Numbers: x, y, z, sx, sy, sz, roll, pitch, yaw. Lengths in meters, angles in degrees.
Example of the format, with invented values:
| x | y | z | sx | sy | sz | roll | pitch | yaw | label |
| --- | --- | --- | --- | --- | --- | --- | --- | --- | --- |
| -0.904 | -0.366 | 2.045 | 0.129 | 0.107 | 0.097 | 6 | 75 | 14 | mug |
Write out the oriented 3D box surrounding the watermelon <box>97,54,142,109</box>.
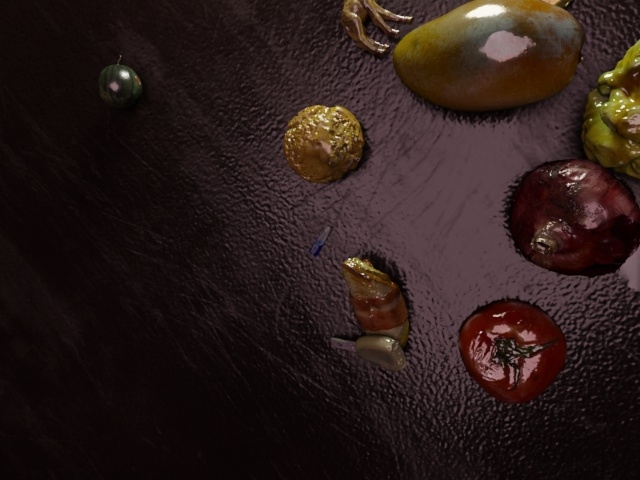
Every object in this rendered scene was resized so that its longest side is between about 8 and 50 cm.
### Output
| x | y | z | sx | sy | sz | roll | pitch | yaw | label |
| --- | --- | --- | --- | --- | --- | --- | --- | --- | --- |
| -0.492 | -0.388 | 1.394 | 0.105 | 0.105 | 0.133 | -5 | 88 | 15 | watermelon |

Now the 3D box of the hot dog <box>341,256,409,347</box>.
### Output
| x | y | z | sx | sy | sz | roll | pitch | yaw | label |
| --- | --- | --- | --- | --- | --- | --- | --- | --- | --- |
| 0.132 | 0.139 | 1.274 | 0.123 | 0.093 | 0.261 | -4 | 118 | 32 | hot dog |

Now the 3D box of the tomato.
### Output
| x | y | z | sx | sy | sz | roll | pitch | yaw | label |
| --- | --- | --- | --- | --- | --- | --- | --- | --- | --- |
| 0.406 | 0.243 | 1.215 | 0.228 | 0.101 | 0.227 | 1 | 92 | 17 | tomato |

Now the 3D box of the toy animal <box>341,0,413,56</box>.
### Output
| x | y | z | sx | sy | sz | roll | pitch | yaw | label |
| --- | --- | --- | --- | --- | --- | --- | --- | --- | --- |
| 0.102 | -0.540 | 1.256 | 0.149 | 0.054 | 0.275 | -23 | 87 | 13 | toy animal |

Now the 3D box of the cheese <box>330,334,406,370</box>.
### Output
| x | y | z | sx | sy | sz | roll | pitch | yaw | label |
| --- | --- | --- | --- | --- | --- | --- | --- | --- | --- |
| 0.100 | 0.245 | 1.291 | 0.192 | 0.037 | 0.097 | 3 | 131 | 42 | cheese |

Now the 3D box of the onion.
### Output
| x | y | z | sx | sy | sz | roll | pitch | yaw | label |
| --- | --- | --- | --- | --- | --- | --- | --- | --- | --- |
| 0.474 | -0.031 | 1.100 | 0.252 | 0.219 | 0.252 | 33 | 143 | 30 | onion |

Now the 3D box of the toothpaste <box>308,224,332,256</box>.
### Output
| x | y | z | sx | sy | sz | roll | pitch | yaw | label |
| --- | --- | --- | --- | --- | --- | --- | --- | --- | --- |
| 0.000 | 0.000 | 1.344 | 0.024 | 0.015 | 0.083 | 33 | 107 | 9 | toothpaste |

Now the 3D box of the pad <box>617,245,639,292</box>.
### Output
| x | y | z | sx | sy | sz | roll | pitch | yaw | label |
| --- | --- | --- | --- | --- | --- | --- | --- | --- | --- |
| 0.747 | 0.004 | 1.156 | 0.181 | 0.004 | 0.267 | 27 | 101 | 11 | pad |

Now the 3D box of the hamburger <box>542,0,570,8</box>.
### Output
| x | y | z | sx | sy | sz | roll | pitch | yaw | label |
| --- | --- | --- | --- | --- | --- | --- | --- | --- | --- |
| 0.456 | -0.521 | 1.151 | 0.141 | 0.081 | 0.126 | -43 | 81 | 26 | hamburger |

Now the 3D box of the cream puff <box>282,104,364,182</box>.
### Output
| x | y | z | sx | sy | sz | roll | pitch | yaw | label |
| --- | --- | --- | --- | --- | --- | --- | --- | --- | --- |
| 0.005 | -0.214 | 1.267 | 0.189 | 0.129 | 0.188 | 2 | 97 | 17 | cream puff |

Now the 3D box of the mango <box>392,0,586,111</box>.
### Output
| x | y | z | sx | sy | sz | roll | pitch | yaw | label |
| --- | --- | --- | --- | --- | --- | --- | --- | --- | --- |
| 0.323 | -0.371 | 1.143 | 0.384 | 0.199 | 0.221 | 8 | 106 | 25 | mango |

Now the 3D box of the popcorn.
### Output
| x | y | z | sx | sy | sz | roll | pitch | yaw | label |
| --- | --- | --- | --- | --- | --- | --- | --- | --- | --- |
| 0.631 | -0.245 | 1.048 | 0.282 | 0.247 | 0.281 | -2 | 83 | 19 | popcorn |
